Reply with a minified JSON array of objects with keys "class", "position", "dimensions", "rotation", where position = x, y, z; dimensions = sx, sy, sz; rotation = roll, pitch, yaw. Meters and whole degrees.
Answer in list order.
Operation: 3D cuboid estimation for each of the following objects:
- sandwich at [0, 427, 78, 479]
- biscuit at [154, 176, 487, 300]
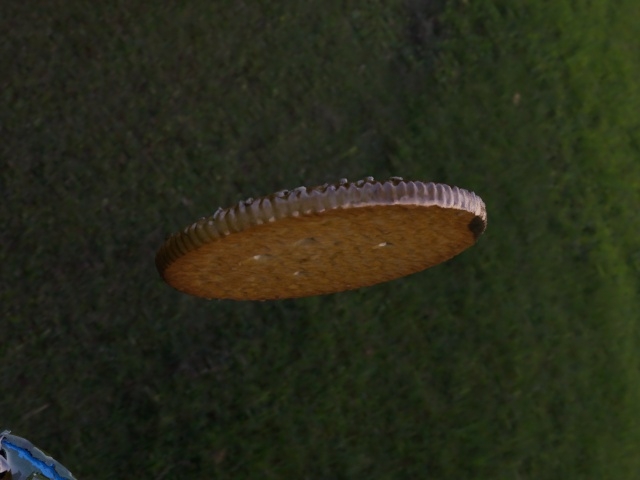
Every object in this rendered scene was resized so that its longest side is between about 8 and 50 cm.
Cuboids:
[{"class":"sandwich","position":[-0.164,0.218,0.700],"dimensions":[0.159,0.079,0.235],"rotation":[1,60,-29]},{"class":"biscuit","position":[0.000,0.000,1.087],"dimensions":[0.305,0.305,0.038],"rotation":[7,67,-46]}]
